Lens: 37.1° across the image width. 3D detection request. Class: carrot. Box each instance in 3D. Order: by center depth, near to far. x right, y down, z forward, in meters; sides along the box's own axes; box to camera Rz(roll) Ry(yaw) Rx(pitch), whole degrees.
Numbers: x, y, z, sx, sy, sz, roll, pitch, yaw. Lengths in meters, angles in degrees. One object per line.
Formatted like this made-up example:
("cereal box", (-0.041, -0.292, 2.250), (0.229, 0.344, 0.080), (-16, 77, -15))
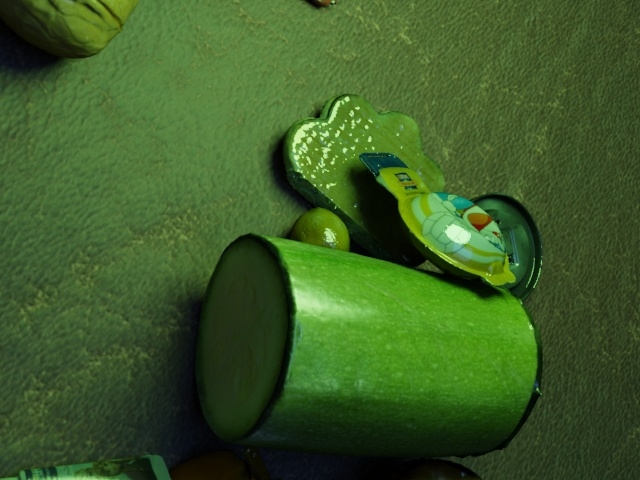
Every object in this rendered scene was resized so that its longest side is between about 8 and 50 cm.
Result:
("carrot", (-0.101, 0.383, 1.182), (0.159, 0.159, 0.225), (-51, 122, -26))

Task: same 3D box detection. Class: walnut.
("walnut", (-0.312, -0.313, 1.124), (0.197, 0.165, 0.165), (47, 63, -26))

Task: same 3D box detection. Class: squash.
("squash", (0.061, 0.150, 1.231), (0.384, 0.263, 0.263), (11, 78, -30))

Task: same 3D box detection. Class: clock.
("clock", (0.270, 0.017, 1.503), (0.185, 0.040, 0.184), (4, 82, -31))

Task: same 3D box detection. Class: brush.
("brush", (-0.069, 0.309, 1.219), (0.043, 0.014, 0.170), (-52, 142, -29))

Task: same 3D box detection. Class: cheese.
("cheese", (0.156, -0.032, 1.288), (0.177, 0.069, 0.270), (-7, 45, -49))

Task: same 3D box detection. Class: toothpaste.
("toothpaste", (-0.282, 0.284, 1.128), (0.216, 0.062, 0.037), (2, 124, -29))

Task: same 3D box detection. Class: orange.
("orange", (0.000, 0.000, 1.315), (0.085, 0.085, 0.095), (10, 66, -30))

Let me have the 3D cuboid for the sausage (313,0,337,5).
("sausage", (-0.075, -0.403, 1.352), (0.253, 0.034, 0.034), (30, 69, -25))

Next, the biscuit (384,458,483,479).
("biscuit", (0.163, 0.393, 1.258), (0.220, 0.066, 0.220), (19, 56, -32))

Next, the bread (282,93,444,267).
("bread", (0.078, -0.099, 1.391), (0.286, 0.056, 0.207), (45, 64, -20))
